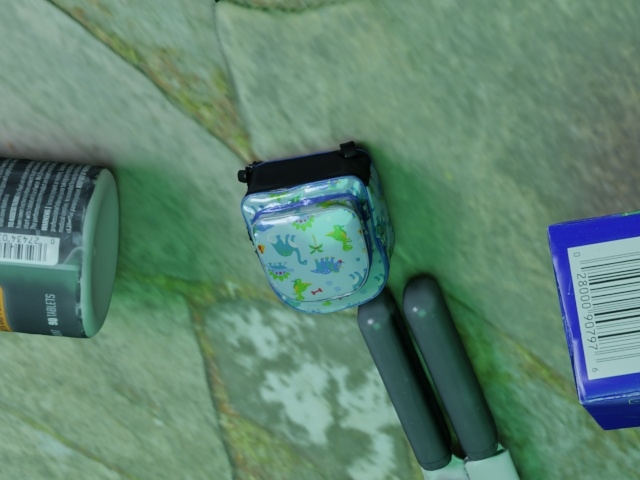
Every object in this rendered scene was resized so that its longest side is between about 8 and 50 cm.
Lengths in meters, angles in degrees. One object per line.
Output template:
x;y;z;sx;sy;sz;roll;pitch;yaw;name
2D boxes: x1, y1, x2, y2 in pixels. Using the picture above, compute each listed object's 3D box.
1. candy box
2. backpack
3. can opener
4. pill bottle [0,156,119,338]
0.300;0.048;1.099;0.268;0.317;0.122;-9;77;10;candy box
0.000;0.000;1.226;0.105;0.084;0.114;-11;124;15;backpack
0.105;0.166;1.316;0.076;0.095;0.283;-16;120;14;can opener
-0.280;-0.001;1.225;0.246;0.130;0.130;5;123;3;pill bottle
